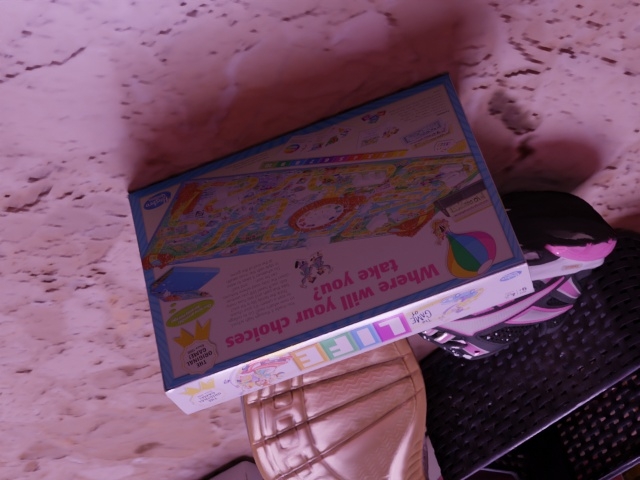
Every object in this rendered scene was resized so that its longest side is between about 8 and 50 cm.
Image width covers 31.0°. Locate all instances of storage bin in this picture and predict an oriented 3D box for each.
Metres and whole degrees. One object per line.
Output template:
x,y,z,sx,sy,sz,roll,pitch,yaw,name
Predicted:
0.159,0.085,0.704,0.122,0.084,0.180,16,134,-39,storage bin

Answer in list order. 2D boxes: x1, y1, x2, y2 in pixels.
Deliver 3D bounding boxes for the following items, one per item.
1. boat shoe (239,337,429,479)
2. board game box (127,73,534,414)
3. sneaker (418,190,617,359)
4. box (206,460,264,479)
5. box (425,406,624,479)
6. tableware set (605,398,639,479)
0.011,0.108,0.666,0.098,0.096,0.277,-20,126,-4,boat shoe
0.000,0.000,0.492,0.154,0.103,0.026,-20,147,6,board game box
0.065,0.026,0.562,0.178,0.072,0.077,-2,121,-25,sneaker
-0.055,0.223,0.797,0.101,0.102,0.087,-31,142,23,box
0.147,0.250,0.804,0.127,0.232,0.148,-2,144,-20,box
0.247,0.152,0.897,0.104,0.024,0.154,-19,146,-11,tableware set
